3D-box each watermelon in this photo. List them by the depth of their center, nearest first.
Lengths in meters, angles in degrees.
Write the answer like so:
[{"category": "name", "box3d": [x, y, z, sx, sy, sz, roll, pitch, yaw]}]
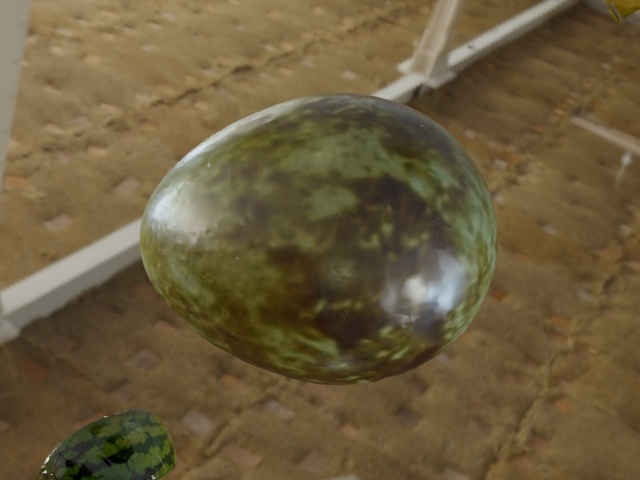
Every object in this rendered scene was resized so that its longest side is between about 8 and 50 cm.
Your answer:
[{"category": "watermelon", "box3d": [-0.204, 0.230, 1.111, 0.163, 0.087, 0.069, -12, -137, -37]}]

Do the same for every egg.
[{"category": "egg", "box3d": [0.000, 0.000, 0.882, 0.289, 0.238, 0.238, -3, -147, -12]}]

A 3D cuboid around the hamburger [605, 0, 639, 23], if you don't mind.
[{"category": "hamburger", "box3d": [0.229, -0.243, 0.734, 0.093, 0.164, 0.189, -29, -168, -26]}]
